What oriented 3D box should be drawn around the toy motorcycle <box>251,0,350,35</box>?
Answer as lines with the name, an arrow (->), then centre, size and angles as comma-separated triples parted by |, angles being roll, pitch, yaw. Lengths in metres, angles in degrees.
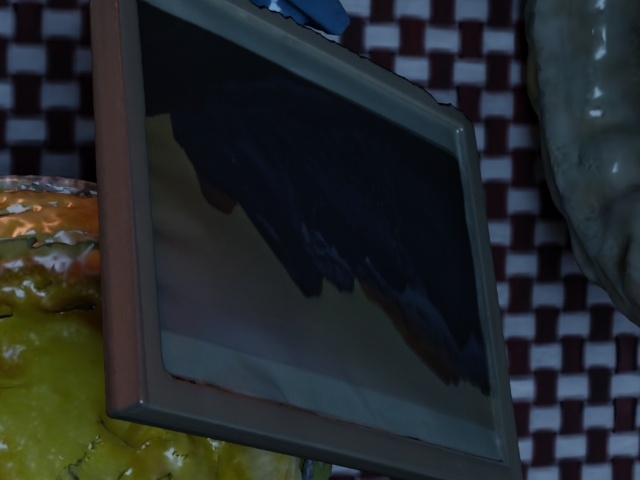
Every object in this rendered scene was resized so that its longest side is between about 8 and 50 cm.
toy motorcycle -> -0.121, -0.221, 0.735 | 0.416, 0.172, 0.232 | 34, 89, -32

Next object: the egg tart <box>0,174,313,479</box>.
egg tart -> -0.118, 0.080, 0.765 | 0.234, 0.094, 0.234 | -2, 108, -6

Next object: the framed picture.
framed picture -> 0.001, 0.000, 0.762 | 0.265, 0.018, 0.192 | 20, 58, -51

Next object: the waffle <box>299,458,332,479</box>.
waffle -> -0.035, 0.031, 0.844 | 0.183, 0.036, 0.169 | 45, 79, -19

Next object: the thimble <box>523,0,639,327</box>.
thimble -> 0.217, -0.098, 0.818 | 0.195, 0.291, 0.291 | -7, 97, -21
